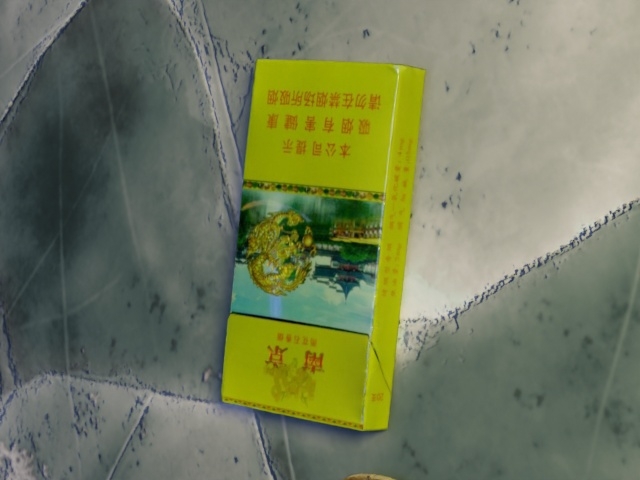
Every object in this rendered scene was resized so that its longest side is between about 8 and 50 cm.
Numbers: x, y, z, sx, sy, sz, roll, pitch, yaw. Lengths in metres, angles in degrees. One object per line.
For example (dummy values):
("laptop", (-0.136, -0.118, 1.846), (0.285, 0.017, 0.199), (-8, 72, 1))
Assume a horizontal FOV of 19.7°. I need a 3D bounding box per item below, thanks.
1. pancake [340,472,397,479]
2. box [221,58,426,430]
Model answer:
("pancake", (0.049, 0.284, 1.670), (0.158, 0.028, 0.158), (-1, 89, 42))
("box", (0.000, 0.000, 1.725), (0.187, 0.047, 0.335), (7, 92, 41))
